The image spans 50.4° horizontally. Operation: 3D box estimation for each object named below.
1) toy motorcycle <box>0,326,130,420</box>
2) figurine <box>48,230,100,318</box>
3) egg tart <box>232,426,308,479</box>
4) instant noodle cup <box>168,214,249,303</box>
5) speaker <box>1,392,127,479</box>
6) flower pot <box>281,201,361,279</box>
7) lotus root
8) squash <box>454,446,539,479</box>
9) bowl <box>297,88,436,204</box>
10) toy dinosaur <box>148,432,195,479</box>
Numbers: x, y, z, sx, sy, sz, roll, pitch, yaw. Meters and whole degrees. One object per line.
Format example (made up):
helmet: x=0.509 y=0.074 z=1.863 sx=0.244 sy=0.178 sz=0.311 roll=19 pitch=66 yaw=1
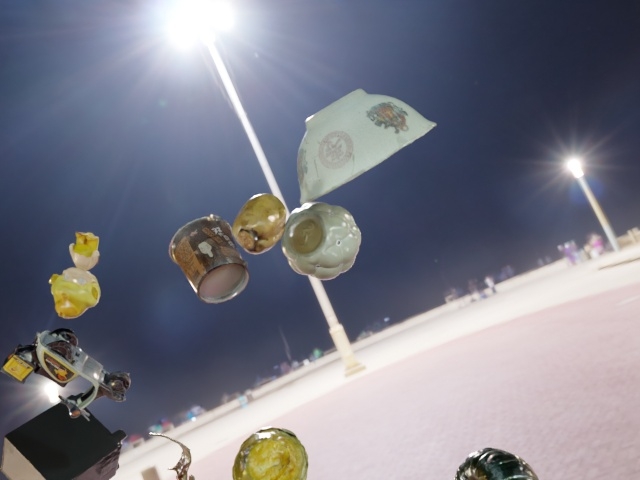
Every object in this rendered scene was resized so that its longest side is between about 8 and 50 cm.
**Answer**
toy motorcycle: x=-0.565 y=0.306 z=1.547 sx=0.157 sy=0.263 sz=0.091 roll=-45 pitch=22 yaw=6
figurine: x=-0.670 y=0.102 z=1.886 sx=0.156 sy=0.246 sz=0.131 roll=19 pitch=5 yaw=12
egg tart: x=-0.131 y=0.582 z=1.761 sx=0.213 sy=0.212 sz=0.090 roll=-21 pitch=-31 yaw=-12
instant noodle cup: x=-0.339 y=0.067 z=2.123 sx=0.217 sy=0.207 sz=0.217 roll=-20 pitch=-41 yaw=-18
speaker: x=-0.722 y=0.604 z=1.920 sx=0.254 sy=0.232 sz=0.184 roll=-32 pitch=-27 yaw=-49
flower pot: x=0.000 y=0.000 z=2.071 sx=0.246 sy=0.246 sz=0.195 roll=-27 pitch=-20 yaw=20
lotus root: x=-0.140 y=-0.046 z=1.650 sx=0.125 sy=0.118 sz=0.221 roll=-65 pitch=-3 yaw=30
squash: x=0.435 y=0.642 z=1.674 sx=0.165 sy=0.252 sz=0.252 roll=12 pitch=-21 yaw=-17
bowl: x=0.083 y=-0.288 z=1.865 sx=0.435 sy=0.196 sz=0.435 roll=-30 pitch=6 yaw=4
toy dinosaur: x=-0.485 y=0.812 z=2.245 sx=0.113 sy=0.327 sz=0.206 roll=-6 pitch=23 yaw=-34
